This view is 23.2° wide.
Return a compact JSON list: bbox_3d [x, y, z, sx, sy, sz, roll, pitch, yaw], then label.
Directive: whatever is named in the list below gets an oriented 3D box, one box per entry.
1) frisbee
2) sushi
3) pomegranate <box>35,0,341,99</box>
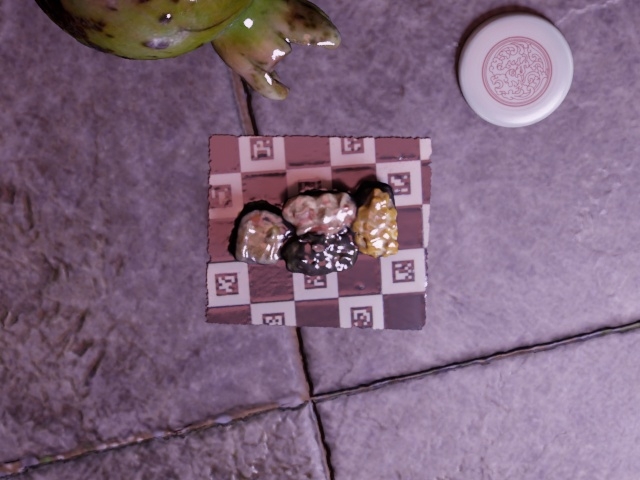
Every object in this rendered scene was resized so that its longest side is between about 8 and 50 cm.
[{"bbox_3d":[0.183,-0.160,1.466,0.110,0.014,0.110,-1,104,-3],"label":"frisbee"},{"bbox_3d":[0.000,0.000,1.475,0.215,0.050,0.192,1,104,-3],"label":"sushi"},{"bbox_3d":[-0.116,-0.261,1.340,0.306,0.242,0.242,13,107,-49],"label":"pomegranate"}]
